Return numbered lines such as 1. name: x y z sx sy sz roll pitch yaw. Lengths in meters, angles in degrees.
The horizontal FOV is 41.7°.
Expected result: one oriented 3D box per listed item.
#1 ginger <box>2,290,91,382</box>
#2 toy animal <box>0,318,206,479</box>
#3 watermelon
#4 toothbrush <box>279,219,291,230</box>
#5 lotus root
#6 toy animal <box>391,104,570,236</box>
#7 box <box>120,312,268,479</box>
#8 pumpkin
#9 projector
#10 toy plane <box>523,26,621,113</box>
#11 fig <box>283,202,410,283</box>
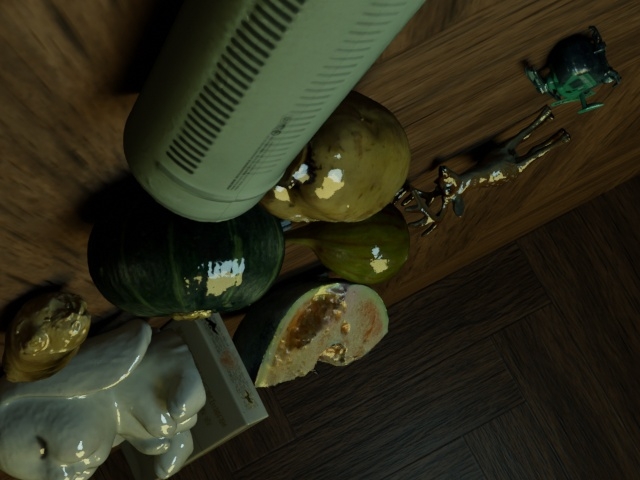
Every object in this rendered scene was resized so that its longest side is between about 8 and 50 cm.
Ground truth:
1. ginger: -0.289 0.104 0.887 0.095 0.069 0.190 -16 165 -30
2. toy animal: -0.308 0.223 1.115 0.265 0.206 0.271 -14 149 -23
3. watermelon: -0.038 0.131 1.510 0.322 0.188 0.175 -5 110 -49
4. toothbrush: -0.127 0.014 1.009 0.220 0.019 0.016 -23 170 -29
5. lotus root: 0.010 -0.070 0.712 0.221 0.125 0.118 -13 120 -68
6. toy animal: 0.246 -0.097 1.248 0.260 0.087 0.243 -35 166 16
7. box: -0.239 0.260 1.367 0.051 0.204 0.365 -16 163 -46
8. pumpkin: -0.113 0.007 0.726 0.167 0.125 0.167 -1 161 0
9. projector: -0.011 -0.125 0.431 0.108 0.108 0.337 -21 167 -34
10. toy plane: 0.309 -0.196 1.019 0.096 0.060 0.235 -24 168 22
11. fig: 0.000 0.000 1.112 0.236 0.124 0.124 -3 165 -7
